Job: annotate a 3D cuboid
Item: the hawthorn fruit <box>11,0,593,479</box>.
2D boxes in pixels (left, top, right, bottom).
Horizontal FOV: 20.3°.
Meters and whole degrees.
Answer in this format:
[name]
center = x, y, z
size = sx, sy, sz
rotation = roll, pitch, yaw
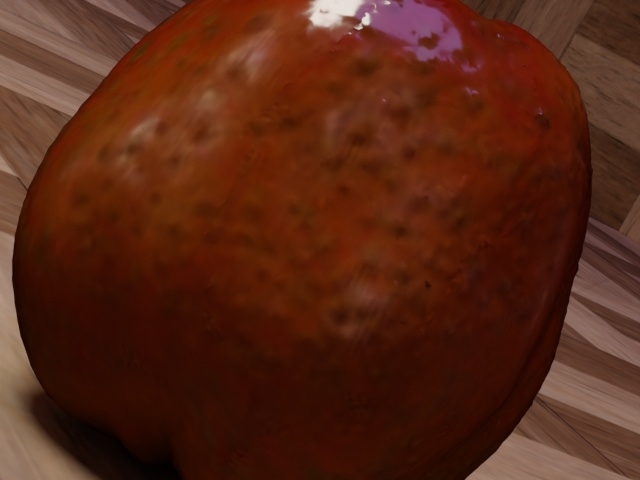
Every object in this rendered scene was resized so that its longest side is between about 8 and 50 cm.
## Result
[hawthorn fruit]
center = 0.000, 0.000, 0.561
size = 0.189, 0.189, 0.189
rotation = 28, 9, -5
